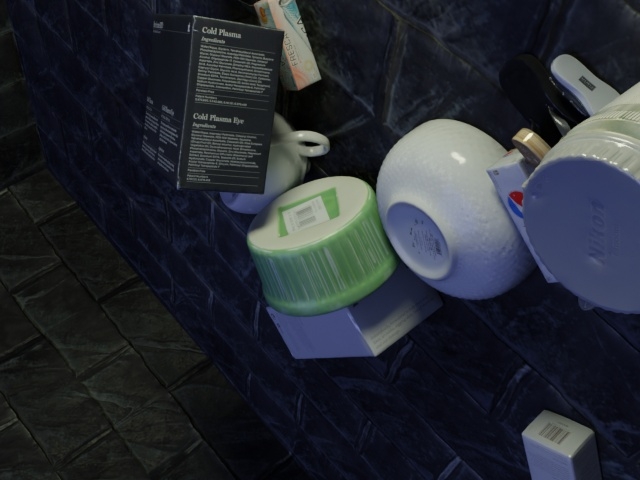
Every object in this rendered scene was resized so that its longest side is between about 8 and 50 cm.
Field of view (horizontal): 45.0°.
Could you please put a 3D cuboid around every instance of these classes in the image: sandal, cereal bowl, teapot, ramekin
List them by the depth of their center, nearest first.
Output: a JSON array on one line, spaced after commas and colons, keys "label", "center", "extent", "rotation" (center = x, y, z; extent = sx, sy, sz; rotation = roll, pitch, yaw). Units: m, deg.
[{"label": "sandal", "center": [0.343, -0.156, 1.120], "extent": [0.254, 0.054, 0.097], "rotation": [50, 152, 13]}, {"label": "sandal", "center": [0.348, -0.052, 1.126], "extent": [0.240, 0.079, 0.088], "rotation": [44, -178, -11]}, {"label": "cereal bowl", "center": [0.217, -0.034, 1.363], "extent": [0.339, 0.141, 0.339], "rotation": [39, 147, 32]}, {"label": "ramekin", "center": [0.000, 0.000, 1.549], "extent": [0.303, 0.303, 0.148], "rotation": [18, 139, 51]}, {"label": "teapot", "center": [-0.107, -0.174, 1.700], "extent": [0.256, 0.187, 0.252], "rotation": [-122, 42, -52]}]

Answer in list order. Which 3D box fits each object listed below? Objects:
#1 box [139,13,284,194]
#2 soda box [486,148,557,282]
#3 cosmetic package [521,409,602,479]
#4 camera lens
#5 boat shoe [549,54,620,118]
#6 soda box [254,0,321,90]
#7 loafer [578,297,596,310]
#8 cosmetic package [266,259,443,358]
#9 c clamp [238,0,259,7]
[{"label": "box", "center": [-0.227, -0.281, 1.540], "extent": [0.343, 0.179, 0.312], "rotation": [-145, 60, -61]}, {"label": "soda box", "center": [0.350, -0.042, 1.201], "extent": [0.216, 0.069, 0.074], "rotation": [58, 153, -12]}, {"label": "cosmetic package", "center": [0.481, 0.459, 1.514], "extent": [0.117, 0.085, 0.231], "rotation": [20, 137, 49]}, {"label": "camera lens", "center": [0.396, -0.069, 0.889], "extent": [0.219, 0.274, 0.219], "rotation": [38, 147, 31]}, {"label": "boat shoe", "center": [0.369, -0.195, 1.056], "extent": [0.142, 0.049, 0.040], "rotation": [52, 171, 13]}, {"label": "soda box", "center": [-0.064, -0.390, 1.520], "extent": [0.058, 0.063, 0.183], "rotation": [17, 133, 54]}, {"label": "loafer", "center": [0.458, 0.079, 1.210], "extent": [0.125, 0.039, 0.045], "rotation": [138, 131, -59]}, {"label": "cosmetic package", "center": [0.064, 0.146, 1.719], "extent": [0.156, 0.217, 0.385], "rotation": [61, 154, -7]}, {"label": "c clamp", "center": [-0.169, -0.547, 1.576], "extent": [0.161, 0.022, 0.137], "rotation": [31, 148, 38]}]
